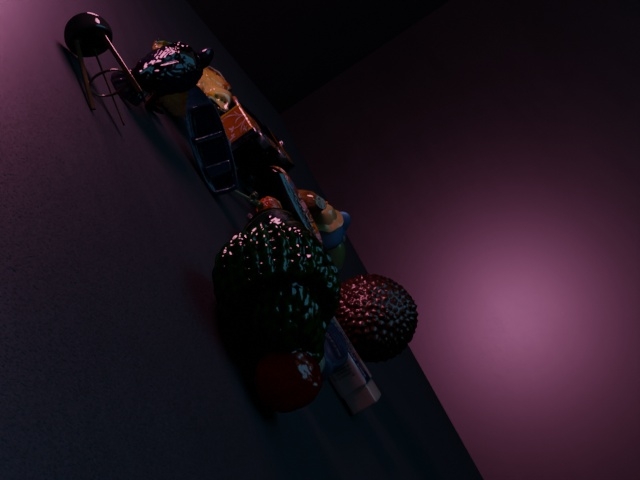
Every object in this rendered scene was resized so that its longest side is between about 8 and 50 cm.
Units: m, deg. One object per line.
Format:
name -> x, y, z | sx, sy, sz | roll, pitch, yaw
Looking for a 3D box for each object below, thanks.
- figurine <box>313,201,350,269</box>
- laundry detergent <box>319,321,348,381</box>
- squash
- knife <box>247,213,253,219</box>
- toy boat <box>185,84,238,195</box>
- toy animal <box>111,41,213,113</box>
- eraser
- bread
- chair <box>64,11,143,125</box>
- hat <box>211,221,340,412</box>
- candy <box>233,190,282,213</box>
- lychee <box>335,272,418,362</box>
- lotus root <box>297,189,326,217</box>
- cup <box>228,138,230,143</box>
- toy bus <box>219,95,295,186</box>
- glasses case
figurine -> 0.003, 0.001, 2.475 | 0.154, 0.180, 0.262 | -88, -173, -68
laundry detergent -> -0.009, 0.257, 1.708 | 0.143, 0.094, 0.290 | 61, 8, 2
squash -> -0.086, 0.031, 1.860 | 0.252, 0.165, 0.252 | 45, 1, -1
knife -> -0.114, 0.038, 2.095 | 0.278, 0.053, 0.123 | 58, 13, 14
toy boat -> -0.287, -0.263, 1.897 | 0.062, 0.096, 0.299 | -117, -170, -88
toy animal -> -0.369, -0.394, 1.752 | 0.122, 0.185, 0.298 | 62, 26, -1
eraser -> 0.049, 0.308, 1.909 | 0.279, 0.081, 0.124 | 58, 7, 7
bread -> -0.371, -0.414, 2.000 | 0.252, 0.133, 0.174 | 26, 33, -30
chair -> -0.440, -0.345, 1.480 | 0.221, 0.104, 0.095 | 64, -16, 16
hat -> -0.062, 0.152, 1.368 | 0.274, 0.242, 0.332 | 31, 38, -45
candy -> -0.205, -0.120, 2.144 | 0.084, 0.078, 0.288 | 35, 4, 34
lychee -> 0.151, 0.235, 2.197 | 0.275, 0.276, 0.304 | 58, 24, 2
lotus root -> -0.090, -0.116, 2.395 | 0.258, 0.097, 0.110 | 1, -33, 47
cup -> -0.315, -0.296, 2.081 | 0.102, 0.074, 0.099 | 62, 9, 32
toy bus -> -0.228, -0.301, 2.337 | 0.194, 0.162, 0.323 | 58, 9, 22
glasses case -> -0.101, -0.082, 2.302 | 0.082, 0.122, 0.321 | -36, 101, -48
